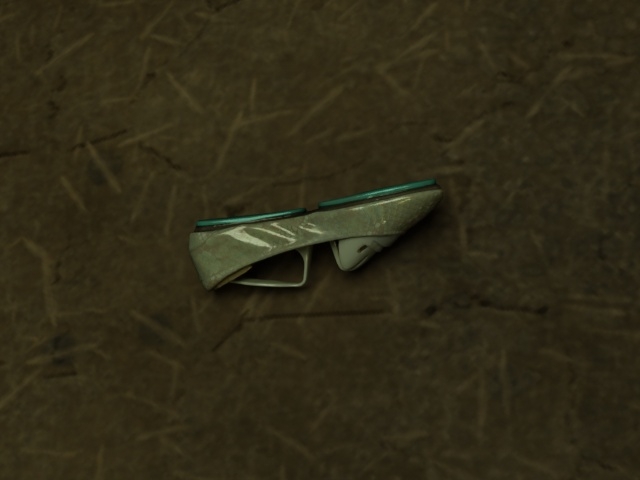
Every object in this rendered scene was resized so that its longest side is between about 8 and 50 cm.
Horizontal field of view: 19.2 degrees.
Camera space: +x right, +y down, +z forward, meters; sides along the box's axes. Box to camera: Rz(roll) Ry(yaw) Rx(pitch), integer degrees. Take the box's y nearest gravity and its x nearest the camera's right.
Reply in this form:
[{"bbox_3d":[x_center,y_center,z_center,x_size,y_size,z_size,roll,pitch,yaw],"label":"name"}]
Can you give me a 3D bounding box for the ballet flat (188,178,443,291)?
[{"bbox_3d":[0.000,0.000,1.189,0.168,0.057,0.052,-10,90,16],"label":"ballet flat"}]
